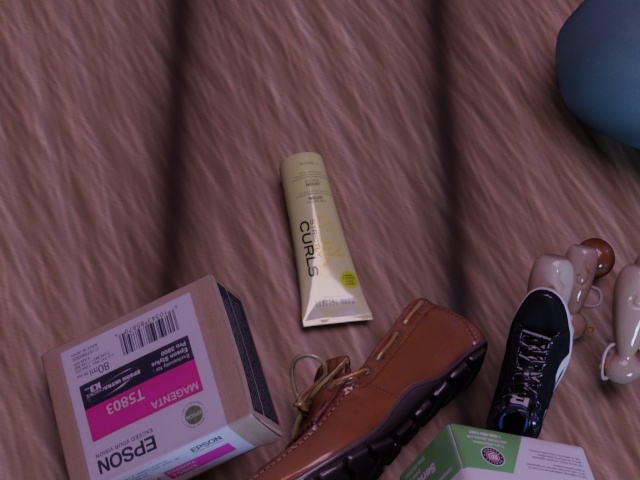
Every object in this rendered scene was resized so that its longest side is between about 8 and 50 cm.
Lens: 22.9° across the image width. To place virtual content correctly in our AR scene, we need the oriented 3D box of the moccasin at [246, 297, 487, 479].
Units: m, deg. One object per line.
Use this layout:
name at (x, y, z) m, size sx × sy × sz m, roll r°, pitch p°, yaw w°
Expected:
moccasin at (0.037, 0.194, 1.866) m, size 0.147 × 0.139 × 0.380 m, roll 37°, pitch 60°, yaw 20°

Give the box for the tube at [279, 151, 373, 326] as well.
tube at (0.000, 0.000, 2.037) m, size 0.070 × 0.062 × 0.240 m, roll -23°, pitch 62°, yaw 21°

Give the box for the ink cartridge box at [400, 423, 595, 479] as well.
ink cartridge box at (0.227, 0.357, 1.745) m, size 0.201 × 0.117 × 0.278 m, roll 14°, pitch 42°, yaw -30°

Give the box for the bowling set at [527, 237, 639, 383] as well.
bowling set at (0.380, 0.091, 2.026) m, size 0.287 × 0.154 × 0.200 m, roll 8°, pitch 12°, yaw -3°

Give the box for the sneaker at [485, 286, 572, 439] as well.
sneaker at (0.249, 0.166, 1.871) m, size 0.079 × 0.121 × 0.216 m, roll 13°, pitch 96°, yaw 9°

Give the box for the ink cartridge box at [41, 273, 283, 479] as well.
ink cartridge box at (-0.184, 0.176, 1.797) m, size 0.235 × 0.088 × 0.193 m, roll -26°, pitch 59°, yaw 11°

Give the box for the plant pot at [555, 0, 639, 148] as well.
plant pot at (0.441, -0.250, 2.189) m, size 0.195 × 0.290 × 0.290 m, roll -5°, pitch 49°, yaw 30°
